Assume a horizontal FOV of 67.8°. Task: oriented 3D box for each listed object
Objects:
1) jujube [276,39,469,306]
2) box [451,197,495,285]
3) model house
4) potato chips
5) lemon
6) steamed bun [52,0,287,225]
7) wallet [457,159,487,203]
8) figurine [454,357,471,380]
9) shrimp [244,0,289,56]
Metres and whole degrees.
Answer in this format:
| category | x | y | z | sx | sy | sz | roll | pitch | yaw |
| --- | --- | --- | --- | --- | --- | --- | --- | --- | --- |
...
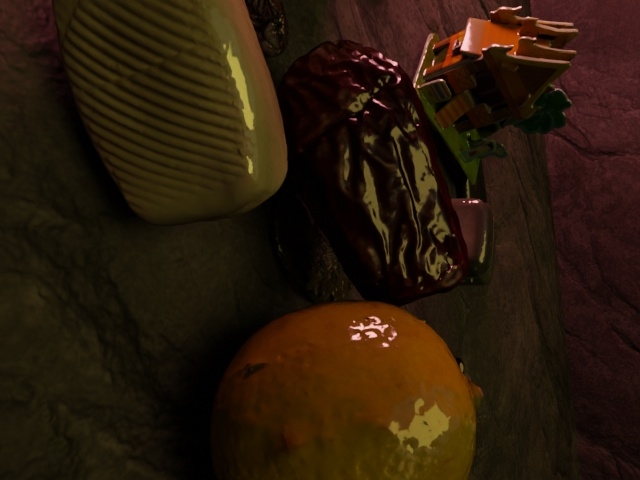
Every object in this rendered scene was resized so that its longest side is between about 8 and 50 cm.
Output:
| category | x | y | z | sx | sy | sz | roll | pitch | yaw |
| --- | --- | --- | --- | --- | --- | --- | --- | --- | --- |
| jujube | 0.067 | -0.080 | 0.616 | 0.216 | 0.216 | 0.342 | -3 | 64 | -54 |
| box | 0.205 | 0.009 | 0.853 | 0.129 | 0.210 | 0.148 | 37 | 58 | -56 |
| model house | 0.432 | -0.326 | 1.088 | 0.357 | 0.313 | 0.242 | 46 | 54 | -34 |
| potato chips | 0.004 | 0.000 | 0.723 | 0.220 | 0.029 | 0.202 | 4 | 84 | -55 |
| lemon | 0.020 | 0.188 | 0.513 | 0.260 | 0.284 | 0.260 | 0 | 90 | -66 |
| steamed bun | -0.122 | -0.142 | 0.456 | 0.152 | 0.170 | 0.238 | -58 | 134 | -66 |
| wallet | 0.432 | -0.070 | 1.315 | 0.170 | 0.044 | 0.321 | -21 | 104 | -55 |
| figurine | 0.142 | 0.291 | 0.759 | 0.338 | 0.204 | 0.283 | 44 | 78 | -28 |
| shrimp | -0.086 | -0.317 | 0.606 | 0.165 | 0.056 | 0.065 | 54 | 53 | -33 |
